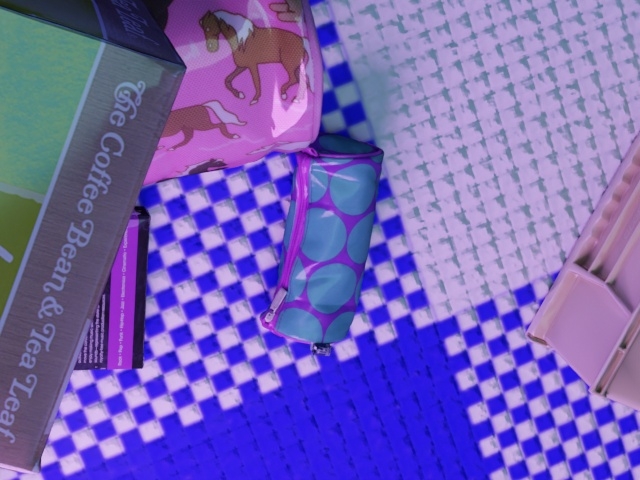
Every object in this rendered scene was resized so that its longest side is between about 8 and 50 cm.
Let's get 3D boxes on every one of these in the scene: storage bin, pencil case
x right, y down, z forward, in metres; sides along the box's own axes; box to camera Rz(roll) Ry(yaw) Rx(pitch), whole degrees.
[{"bbox_3d":[0.339,0.027,1.473,0.262,0.123,0.260,23,103,-21],"label":"storage bin"},{"bbox_3d":[-0.187,-0.099,1.272,0.386,0.167,0.160,-12,82,-10],"label":"pencil case"},{"bbox_3d":[0.000,0.000,1.406,0.070,0.064,0.152,-5,113,-40],"label":"pencil case"}]

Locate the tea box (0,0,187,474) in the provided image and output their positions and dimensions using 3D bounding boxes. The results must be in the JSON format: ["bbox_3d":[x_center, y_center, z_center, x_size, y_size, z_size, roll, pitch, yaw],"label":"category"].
[{"bbox_3d":[-0.269,-0.078,0.998,0.323,0.329,0.220,17,104,-17],"label":"tea box"}]

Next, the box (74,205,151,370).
[{"bbox_3d":[-0.202,0.034,1.388,0.162,0.029,0.116,-1,110,-15],"label":"box"}]
